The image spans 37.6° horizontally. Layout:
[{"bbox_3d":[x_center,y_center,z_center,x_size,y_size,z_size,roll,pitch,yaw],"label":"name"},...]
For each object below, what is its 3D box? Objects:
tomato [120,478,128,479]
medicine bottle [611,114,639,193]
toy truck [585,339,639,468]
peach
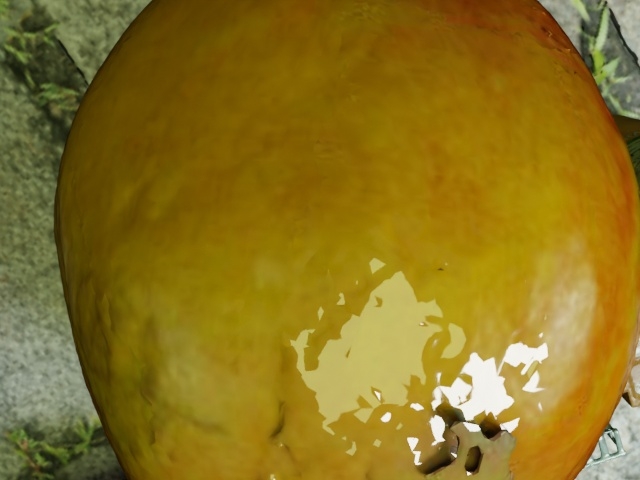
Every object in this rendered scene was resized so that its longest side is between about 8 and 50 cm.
[{"bbox_3d":[-0.104,0.314,0.630,0.304,0.239,0.303,0,101,-1],"label":"tomato"},{"bbox_3d":[0.214,-0.013,0.592,0.124,0.239,0.124,-1,99,-5],"label":"medicine bottle"},{"bbox_3d":[0.210,0.097,0.695,0.178,0.080,0.115,-20,108,1],"label":"toy truck"},{"bbox_3d":[0.002,0.000,0.531,0.290,0.373,0.372,-3,102,-20],"label":"peach"}]
